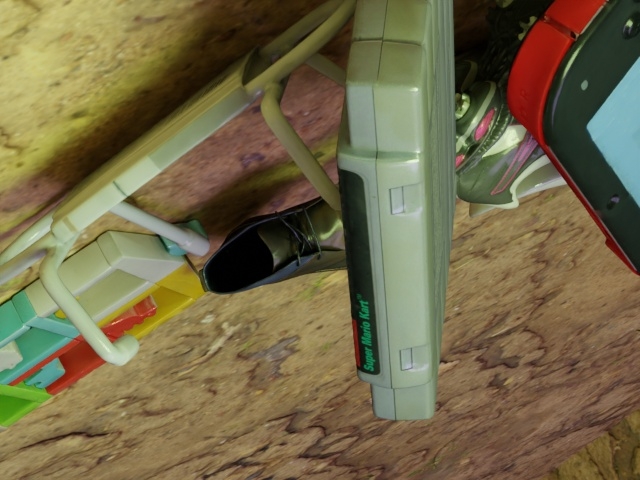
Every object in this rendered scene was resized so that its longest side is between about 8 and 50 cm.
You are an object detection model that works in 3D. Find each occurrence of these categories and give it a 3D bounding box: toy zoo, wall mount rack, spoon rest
[{"bbox_3d":[-0.218,0.074,1.564,0.293,0.030,0.192,-33,161,9],"label":"toy zoo"},{"bbox_3d":[-0.073,-0.047,1.337,0.350,0.130,0.304,-35,-168,16],"label":"wall mount rack"},{"bbox_3d":[0.272,-0.086,1.802,0.276,0.084,0.137,-29,179,-8],"label":"spoon rest"}]

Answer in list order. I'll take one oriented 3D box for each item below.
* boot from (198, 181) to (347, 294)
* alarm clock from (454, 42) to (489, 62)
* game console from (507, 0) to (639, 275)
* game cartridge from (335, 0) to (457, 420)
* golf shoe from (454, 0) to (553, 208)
[{"bbox_3d":[0.000,0.000,1.526,0.219,0.082,0.106,-21,-173,26],"label":"boot"},{"bbox_3d":[0.111,-0.112,1.533,0.192,0.064,0.129,-19,159,-37],"label":"alarm clock"},{"bbox_3d":[0.311,-0.159,1.404,0.342,0.060,0.386,-48,148,0],"label":"game console"},{"bbox_3d":[0.055,-0.061,1.207,0.068,0.230,0.355,6,143,10],"label":"game cartridge"},{"bbox_3d":[0.180,-0.141,1.419,0.120,0.105,0.273,28,118,-30],"label":"golf shoe"}]
